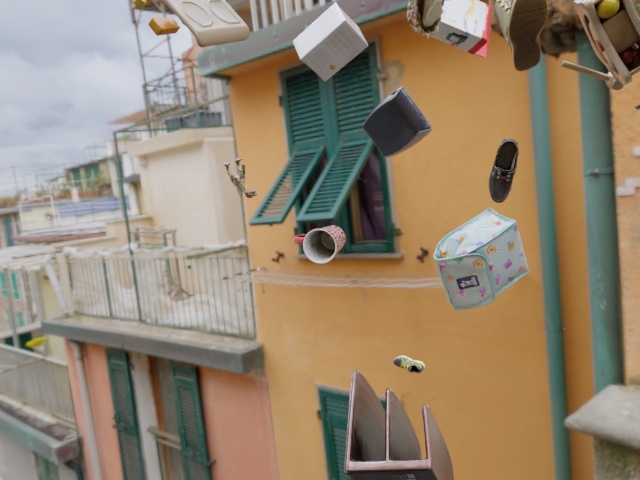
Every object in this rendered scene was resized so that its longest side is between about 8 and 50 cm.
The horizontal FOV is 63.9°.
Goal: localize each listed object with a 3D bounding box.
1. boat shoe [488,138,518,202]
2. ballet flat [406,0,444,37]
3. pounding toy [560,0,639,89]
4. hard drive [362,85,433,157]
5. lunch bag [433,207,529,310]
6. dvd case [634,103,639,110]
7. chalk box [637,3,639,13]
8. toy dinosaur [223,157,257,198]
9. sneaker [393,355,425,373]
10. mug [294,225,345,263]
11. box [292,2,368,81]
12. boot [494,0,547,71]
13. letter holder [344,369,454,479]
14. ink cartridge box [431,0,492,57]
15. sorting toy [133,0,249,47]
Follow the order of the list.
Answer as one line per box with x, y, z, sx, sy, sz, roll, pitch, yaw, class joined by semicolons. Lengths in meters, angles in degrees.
0.371;-0.141;1.046;0.049;0.132;0.042;13;15;18;boat shoe
0.215;-0.489;0.965;0.091;0.077;0.241;-14;-29;-1;ballet flat
0.610;-0.406;1.102;0.155;0.269;0.154;-31;36;24;pounding toy
0.228;-0.355;1.603;0.054;0.172;0.255;-38;4;-21;hard drive
0.477;0.067;1.555;0.262;0.223;0.160;-34;33;-11;lunch bag
0.969;-0.426;1.381;0.165;0.018;0.221;-32;-4;10;dvd case
0.708;-0.426;0.959;0.132;0.212;0.132;-11;-11;-25;chalk box
-0.213;-0.157;1.303;0.053;0.092;0.183;-16;27;-18;toy dinosaur
0.228;0.322;1.331;0.083;0.031;0.035;5;15;23;sneaker
0.007;-0.006;1.713;0.150;0.113;0.169;37;18;8;mug
0.029;-0.583;1.517;0.171;0.090;0.130;-33;-33;23;box
0.524;-0.609;1.358;0.095;0.203;0.262;-14;-30;16;boot
0.169;0.404;1.026;0.152;0.301;0.214;-10;45;18;letter holder
0.437;-0.664;1.562;0.231;0.134;0.078;15;-16;-15;ink cartridge box
-0.309;-0.525;1.136;0.041;0.229;0.307;-35;6;35;sorting toy
